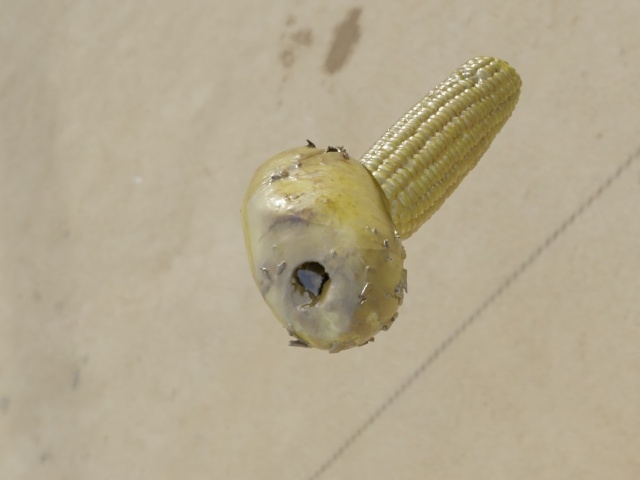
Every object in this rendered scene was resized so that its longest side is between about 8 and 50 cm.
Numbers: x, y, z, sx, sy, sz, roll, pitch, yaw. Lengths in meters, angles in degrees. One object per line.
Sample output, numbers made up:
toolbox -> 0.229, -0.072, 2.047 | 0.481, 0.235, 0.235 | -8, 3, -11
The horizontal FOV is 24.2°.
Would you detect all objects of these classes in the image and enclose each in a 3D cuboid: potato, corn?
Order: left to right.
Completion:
potato -> 0.000, 0.000, 1.618 | 0.300, 0.173, 0.140 | -102, 27, -50
corn -> 0.143, -0.116, 1.909 | 0.120, 0.120, 0.363 | -7, 30, 49
